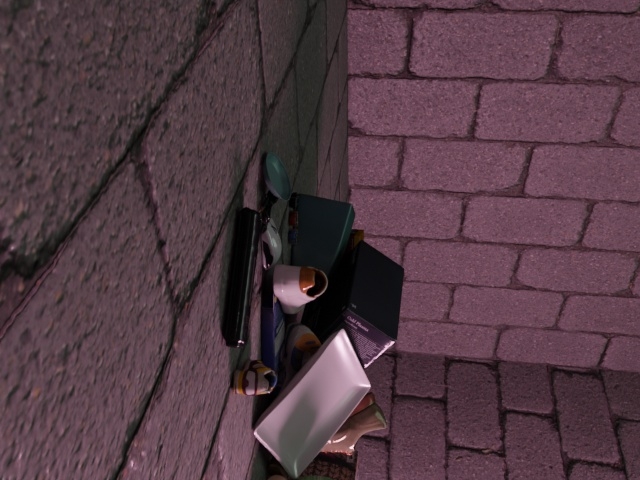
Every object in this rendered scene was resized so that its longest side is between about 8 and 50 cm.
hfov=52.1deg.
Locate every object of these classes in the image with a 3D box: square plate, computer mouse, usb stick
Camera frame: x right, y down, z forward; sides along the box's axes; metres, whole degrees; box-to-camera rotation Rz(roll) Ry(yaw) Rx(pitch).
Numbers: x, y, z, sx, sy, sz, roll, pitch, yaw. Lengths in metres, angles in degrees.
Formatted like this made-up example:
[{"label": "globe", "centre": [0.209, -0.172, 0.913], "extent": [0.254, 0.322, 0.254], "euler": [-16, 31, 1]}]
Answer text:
[{"label": "square plate", "centre": [-0.018, 0.439, 1.757], "extent": [0.347, 0.049, 0.344], "euler": [-47, 142, -20]}, {"label": "computer mouse", "centre": [-0.115, -0.015, 1.562], "extent": [0.106, 0.042, 0.193], "euler": [-77, 168, -56]}, {"label": "usb stick", "centre": [-0.154, 0.073, 1.304], "extent": [0.077, 0.045, 0.278], "euler": [92, 3, -77]}]

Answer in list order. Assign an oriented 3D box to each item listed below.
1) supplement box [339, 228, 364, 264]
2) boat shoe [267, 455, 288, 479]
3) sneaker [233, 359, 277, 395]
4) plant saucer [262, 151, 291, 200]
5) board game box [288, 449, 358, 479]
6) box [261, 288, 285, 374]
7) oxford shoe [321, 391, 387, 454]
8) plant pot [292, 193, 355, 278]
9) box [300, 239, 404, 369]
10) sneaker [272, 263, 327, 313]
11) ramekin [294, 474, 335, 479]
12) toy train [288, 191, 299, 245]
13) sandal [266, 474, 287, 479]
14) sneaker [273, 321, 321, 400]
[{"label": "supplement box", "centre": [0.043, 0.032, 2.204], "extent": [0.191, 0.193, 0.129], "euler": [-44, 136, -79]}, {"label": "boat shoe", "centre": [-0.114, 0.652, 1.845], "extent": [0.152, 0.056, 0.049], "euler": [84, 17, -52]}, {"label": "sneaker", "centre": [-0.132, 0.303, 1.426], "extent": [0.185, 0.083, 0.070], "euler": [-8, 102, -82]}, {"label": "plant saucer", "centre": [-0.105, -0.147, 1.529], "extent": [0.119, 0.021, 0.119], "euler": [52, 28, -42]}, {"label": "board game box", "centre": [-0.006, 0.818, 2.072], "extent": [0.291, 0.231, 0.141], "euler": [-79, 169, -46]}, {"label": "box", "centre": [-0.119, 0.217, 1.667], "extent": [0.136, 0.036, 0.226], "euler": [-63, 155, -73]}, {"label": "oxford shoe", "centre": [0.037, 0.596, 1.952], "extent": [0.130, 0.348, 0.123], "euler": [57, 7, 11]}, {"label": "plant pot", "centre": [0.000, 0.000, 2.020], "extent": [0.165, 0.165, 0.235], "euler": [54, 48, -78]}, {"label": "box", "centre": [0.084, 0.232, 1.987], "extent": [0.312, 0.178, 0.343], "euler": [-49, -166, 34]}, {"label": "sneaker", "centre": [-0.039, 0.129, 1.657], "extent": [0.290, 0.122, 0.106], "euler": [66, 25, -76]}, {"label": "ramekin", "centre": [-0.016, 0.794, 1.775], "extent": [0.148, 0.303, 0.304], "euler": [-81, 174, -87]}, {"label": "toy train", "centre": [-0.077, -0.060, 1.892], "extent": [0.036, 0.027, 0.159], "euler": [-42, 135, -74]}, {"label": "sandal", "centre": [-0.129, 0.662, 1.621], "extent": [0.240, 0.088, 0.079], "euler": [-65, 159, -54]}, {"label": "sneaker", "centre": [-0.072, 0.368, 1.822], "extent": [0.131, 0.111, 0.297], "euler": [47, -56, 57]}]
